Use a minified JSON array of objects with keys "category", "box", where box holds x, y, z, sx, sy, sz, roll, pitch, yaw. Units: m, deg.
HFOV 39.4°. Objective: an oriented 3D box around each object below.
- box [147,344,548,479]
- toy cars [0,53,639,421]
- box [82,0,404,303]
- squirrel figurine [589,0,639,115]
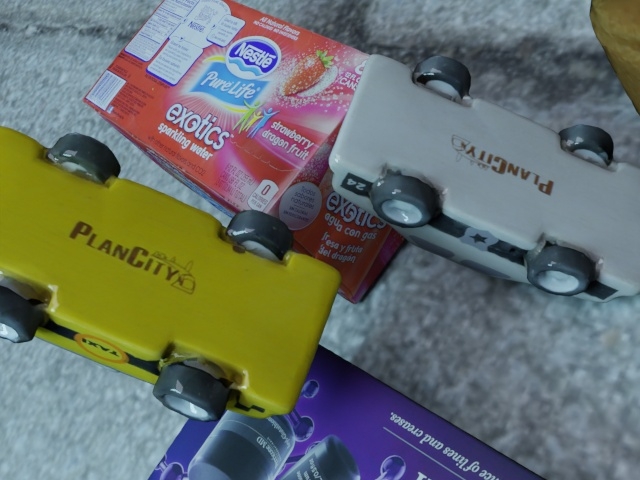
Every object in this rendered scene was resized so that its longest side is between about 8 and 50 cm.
[{"category":"box","box":[0.025,0.176,0.452,0.261,0.103,0.184,25,80,43]},{"category":"toy cars","box":[0.000,0.000,0.486,0.394,0.087,0.176,-15,71,-22]},{"category":"box","box":[-0.043,-0.080,0.653,0.257,0.122,0.128,33,83,44]},{"category":"squirrel figurine","box":[0.258,-0.060,0.335,0.371,0.281,0.396,8,63,45]}]
